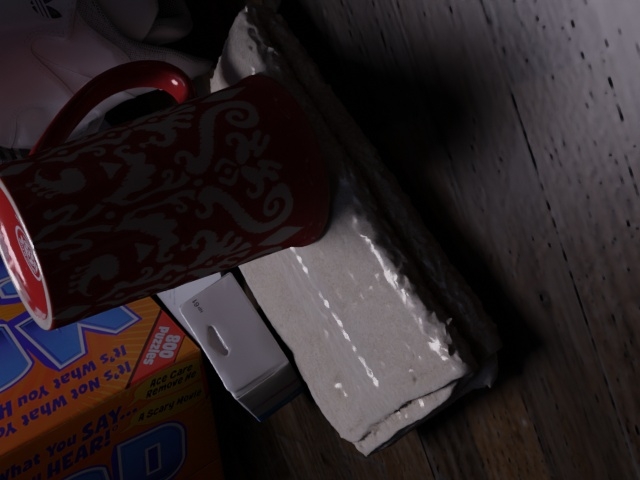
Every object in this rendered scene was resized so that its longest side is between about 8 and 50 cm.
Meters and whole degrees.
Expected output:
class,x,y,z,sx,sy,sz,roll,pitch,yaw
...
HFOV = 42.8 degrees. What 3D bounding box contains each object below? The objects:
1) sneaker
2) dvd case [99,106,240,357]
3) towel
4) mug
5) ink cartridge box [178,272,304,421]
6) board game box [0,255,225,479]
class,x,y,z,sx,sy,sz,roll,pitch,yaw
sneaker,-0.197,-0.136,0.675,0.366,0.210,0.138,161,85,-89
dvd case,-0.158,-0.007,0.824,0.253,0.022,0.180,44,144,34
towel,0.000,0.000,0.555,0.282,0.049,0.187,59,148,15
mug,-0.105,-0.028,0.486,0.150,0.169,0.113,34,137,43
ink cartridge box,-0.061,0.090,0.667,0.089,0.052,0.122,54,173,19
board game box,-0.358,0.234,0.959,0.356,0.356,0.357,37,143,39
